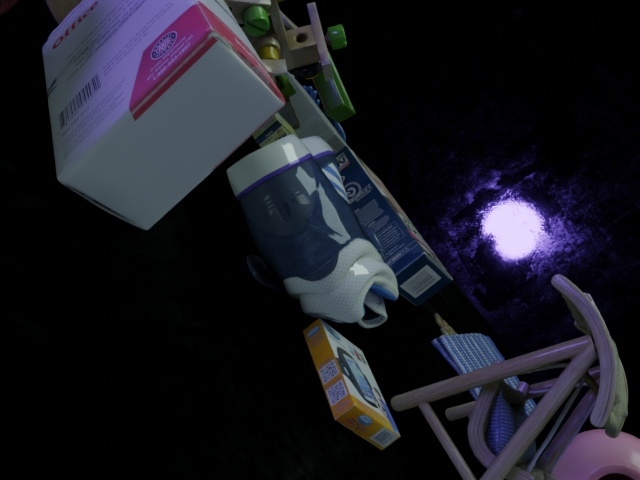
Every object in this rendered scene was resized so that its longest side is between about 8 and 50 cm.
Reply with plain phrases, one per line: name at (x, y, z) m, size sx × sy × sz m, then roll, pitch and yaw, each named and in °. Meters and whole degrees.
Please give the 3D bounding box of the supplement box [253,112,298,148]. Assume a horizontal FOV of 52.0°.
supplement box at (-0.085, -0.197, 1.216) m, size 0.083 × 0.056 × 0.083 m, roll 41°, pitch 15°, yaw -42°

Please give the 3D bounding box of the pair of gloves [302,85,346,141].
pair of gloves at (0.001, -0.300, 1.656) m, size 0.198 × 0.023 × 0.159 m, roll 34°, pitch -42°, yaw 46°

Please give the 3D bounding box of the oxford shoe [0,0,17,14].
oxford shoe at (-0.269, -0.177, 0.370) m, size 0.130 × 0.122 × 0.348 m, roll 20°, pitch 21°, yaw -14°

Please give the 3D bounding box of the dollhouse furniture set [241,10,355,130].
dollhouse furniture set at (-0.084, -0.287, 1.227) m, size 0.151 × 0.198 × 0.301 m, roll 69°, pitch 16°, yaw 6°

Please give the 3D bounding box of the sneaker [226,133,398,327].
sneaker at (0.000, 0.000, 0.798) m, size 0.236 × 0.130 × 0.323 m, roll 60°, pitch 6°, yaw -2°

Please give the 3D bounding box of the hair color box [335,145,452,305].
hair color box at (0.133, -0.036, 1.442) m, size 0.174 × 0.105 × 0.347 m, roll 37°, pitch 17°, yaw -53°

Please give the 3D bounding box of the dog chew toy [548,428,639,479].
dog chew toy at (0.489, 0.431, 1.146) m, size 0.206 × 0.207 × 0.332 m, roll 55°, pitch 3°, yaw 18°

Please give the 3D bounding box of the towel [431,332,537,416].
towel at (0.358, 0.301, 1.371) m, size 0.243 × 0.040 × 0.336 m, roll 57°, pitch 20°, yaw 23°

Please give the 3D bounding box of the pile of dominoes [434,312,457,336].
pile of dominoes at (0.365, 0.270, 1.543) m, size 0.251 × 0.040 × 0.196 m, roll 44°, pitch 13°, yaw -33°

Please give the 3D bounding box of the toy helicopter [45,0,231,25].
toy helicopter at (-0.127, -0.326, 0.690) m, size 0.140 × 0.355 × 0.235 m, roll 59°, pitch -3°, yaw 35°

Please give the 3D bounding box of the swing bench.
swing bench at (0.263, 0.200, 0.803) m, size 0.165 × 0.255 × 0.253 m, roll 58°, pitch 13°, yaw 30°

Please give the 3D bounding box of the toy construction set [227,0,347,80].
toy construction set at (-0.076, -0.286, 0.927) m, size 0.308 × 0.238 × 0.257 m, roll -99°, pitch -178°, yaw -51°

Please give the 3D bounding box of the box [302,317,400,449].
box at (0.027, 0.137, 0.663) m, size 0.081 × 0.028 × 0.136 m, roll 42°, pitch 16°, yaw -37°

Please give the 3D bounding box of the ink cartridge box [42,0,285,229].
ink cartridge box at (-0.141, -0.140, 0.543) m, size 0.092 × 0.159 × 0.217 m, roll 37°, pitch 18°, yaw -45°

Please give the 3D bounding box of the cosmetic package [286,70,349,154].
cosmetic package at (-0.042, -0.284, 1.562) m, size 0.238 × 0.107 × 0.127 m, roll 53°, pitch 10°, yaw 24°
